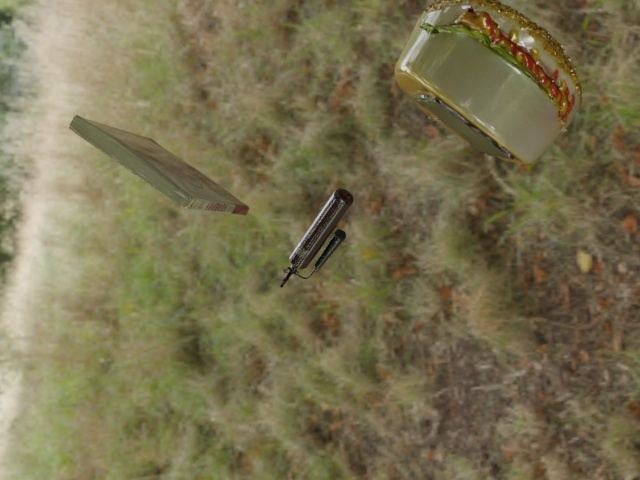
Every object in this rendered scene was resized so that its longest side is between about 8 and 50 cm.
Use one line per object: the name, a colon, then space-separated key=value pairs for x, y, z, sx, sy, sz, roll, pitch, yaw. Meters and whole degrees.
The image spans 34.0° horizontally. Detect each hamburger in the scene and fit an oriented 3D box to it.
hamburger: x=0.250 y=-0.239 z=1.529 sx=0.179 sy=0.276 sz=0.294 roll=-54 pitch=12 yaw=0

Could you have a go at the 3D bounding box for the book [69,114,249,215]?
book: x=-0.178 y=-0.082 z=1.211 sx=0.162 sy=0.232 sz=0.022 roll=34 pitch=95 yaw=10

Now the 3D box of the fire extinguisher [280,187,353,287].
fire extinguisher: x=0.000 y=0.000 z=1.396 sx=0.173 sy=0.048 sz=0.035 roll=-54 pitch=41 yaw=39
